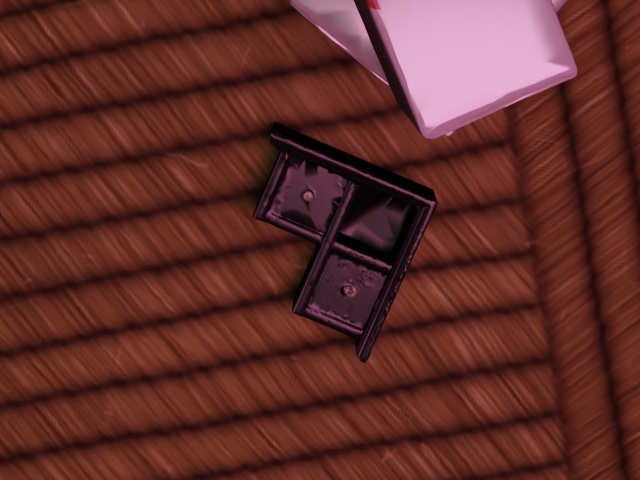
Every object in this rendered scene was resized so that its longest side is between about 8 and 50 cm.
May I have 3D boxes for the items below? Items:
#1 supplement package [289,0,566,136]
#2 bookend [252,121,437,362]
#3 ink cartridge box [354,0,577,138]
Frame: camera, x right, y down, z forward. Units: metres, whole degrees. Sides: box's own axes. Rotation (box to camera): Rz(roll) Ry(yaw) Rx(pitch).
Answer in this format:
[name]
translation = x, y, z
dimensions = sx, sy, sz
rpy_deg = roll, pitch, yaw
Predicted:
[supplement package]
translation = 0.132, -0.257, 1.498
dimensions = 0.175, 0.177, 0.293
rpy_deg = 40, 99, -6
[bookend]
translation = 0.000, 0.000, 1.600
dimensions = 0.157, 0.072, 0.156
rpy_deg = 24, 100, -3
[ink cartridge box]
translation = 0.077, -0.192, 1.284
dimensions = 0.114, 0.273, 0.197
rpy_deg = -23, 99, 2
